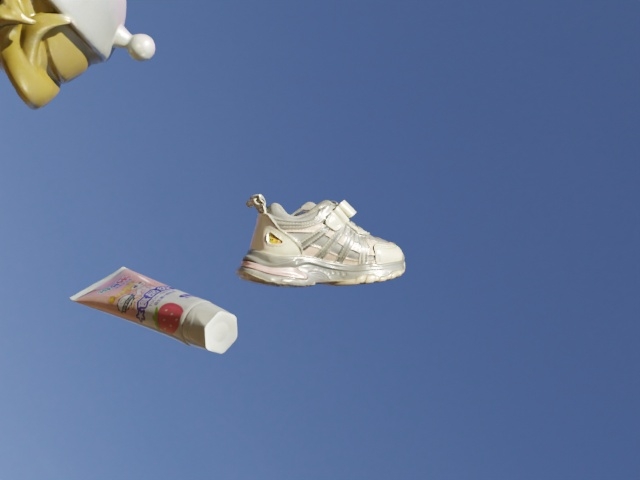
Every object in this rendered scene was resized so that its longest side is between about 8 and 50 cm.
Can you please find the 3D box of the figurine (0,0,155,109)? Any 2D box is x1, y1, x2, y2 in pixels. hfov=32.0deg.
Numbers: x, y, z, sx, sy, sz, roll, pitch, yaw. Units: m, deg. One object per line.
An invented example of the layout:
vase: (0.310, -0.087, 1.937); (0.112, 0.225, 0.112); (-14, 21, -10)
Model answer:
figurine: (-0.245, -0.236, 0.856); (0.274, 0.133, 0.194); (59, -7, 26)

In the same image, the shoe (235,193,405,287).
shoe: (0.000, 0.000, 1.140); (0.089, 0.180, 0.092); (-179, -91, -68)

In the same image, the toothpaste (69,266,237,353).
toothpaste: (-0.153, 0.060, 1.034); (0.194, 0.067, 0.043); (15, -51, 43)
